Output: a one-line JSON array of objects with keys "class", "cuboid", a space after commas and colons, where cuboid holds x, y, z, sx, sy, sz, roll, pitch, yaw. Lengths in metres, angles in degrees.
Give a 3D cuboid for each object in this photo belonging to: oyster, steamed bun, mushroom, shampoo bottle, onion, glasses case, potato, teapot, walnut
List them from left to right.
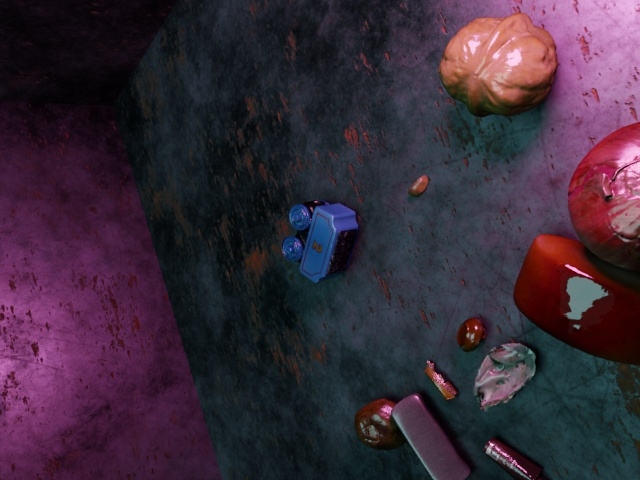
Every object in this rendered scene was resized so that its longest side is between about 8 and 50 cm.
[{"class": "mushroom", "cuboid": [0.226, 0.709, 1.882, 0.194, 0.138, 0.231, 53, 131, 24]}, {"class": "potato", "cuboid": [0.328, -0.176, 1.671, 0.037, 0.036, 0.093, 57, 132, 26]}, {"class": "glasses case", "cuboid": [0.379, 0.701, 1.731, 0.131, 0.074, 0.323, -36, 69, 4]}, {"class": "teapot", "cuboid": [0.487, 0.308, 1.585, 0.098, 0.078, 0.129, -87, 10, -52]}, {"class": "walnut", "cuboid": [0.471, -0.453, 1.303, 0.282, 0.276, 0.253, 54, 137, 10]}, {"class": "oyster", "cuboid": [0.560, 0.428, 1.515, 0.199, 0.087, 0.252, 14, 101, 54]}, {"class": "shampoo bottle", "cuboid": [0.620, 0.705, 1.527, 0.236, 0.067, 0.068, 32, 130, 37]}, {"class": "steamed bun", "cuboid": [0.668, 0.142, 1.230, 0.379, 0.248, 0.235, 33, 120, 38]}, {"class": "onion", "cuboid": [0.730, -0.087, 1.076, 0.353, 0.353, 0.354, 11, 106, 44]}]

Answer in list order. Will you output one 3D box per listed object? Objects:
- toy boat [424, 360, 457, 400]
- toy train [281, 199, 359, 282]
[{"class": "toy boat", "cuboid": [0.412, 0.484, 1.714, 0.149, 0.049, 0.047, 53, 173, 31]}, {"class": "toy train", "cuboid": [0.000, 0.000, 1.947, 0.265, 0.188, 0.300, 31, 118, 33]}]
